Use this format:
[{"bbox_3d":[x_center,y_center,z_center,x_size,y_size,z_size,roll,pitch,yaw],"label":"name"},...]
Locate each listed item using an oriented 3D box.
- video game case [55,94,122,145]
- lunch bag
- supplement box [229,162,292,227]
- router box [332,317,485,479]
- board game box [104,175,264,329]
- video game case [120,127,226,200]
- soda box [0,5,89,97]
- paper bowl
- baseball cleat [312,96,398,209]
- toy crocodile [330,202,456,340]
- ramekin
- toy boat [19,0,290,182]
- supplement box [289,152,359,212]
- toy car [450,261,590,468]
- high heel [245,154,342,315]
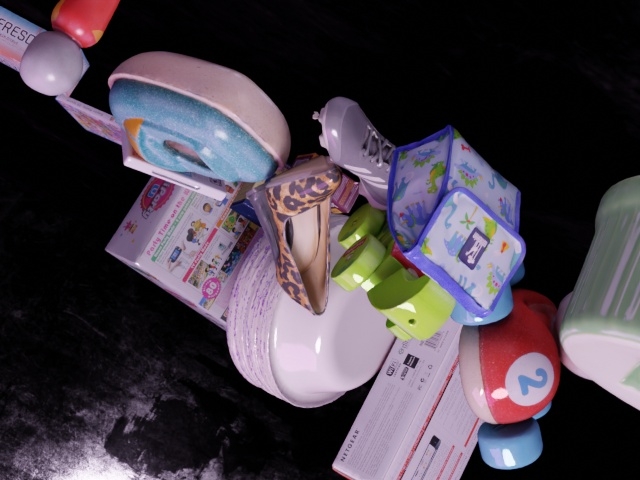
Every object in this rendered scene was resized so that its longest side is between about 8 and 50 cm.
[{"bbox_3d":[-0.366,-0.195,1.685,0.166,0.015,0.119,24,166,22],"label":"video game case"},{"bbox_3d":[0.133,-0.015,0.963,0.096,0.151,0.129,-22,133,40],"label":"lunch bag"},{"bbox_3d":[-0.076,-0.070,1.379,0.056,0.083,0.083,33,167,-15],"label":"supplement box"},{"bbox_3d":[0.177,0.250,1.505,0.082,0.335,0.301,21,165,30],"label":"router box"},{"bbox_3d":[-0.145,0.004,1.510,0.097,0.224,0.303,19,164,47],"label":"board game box"},{"bbox_3d":[-0.200,-0.127,1.309,0.143,0.019,0.157,20,-148,-28],"label":"video game case"},{"bbox_3d":[-0.424,-0.276,1.379,0.183,0.063,0.058,29,168,5],"label":"soda box"},{"bbox_3d":[0.013,0.104,1.409,0.148,0.284,0.284,19,164,37],"label":"paper bowl"},{"bbox_3d":[0.073,-0.092,1.045,0.109,0.072,0.206,7,163,25],"label":"baseball cleat"},{"bbox_3d":[0.091,0.018,1.134,0.115,0.105,0.340,42,-164,-10],"label":"toy crocodile"},{"bbox_3d":[0.364,0.083,0.863,0.303,0.148,0.303,28,168,7],"label":"ramekin"},{"bbox_3d":[-0.200,-0.164,1.132,0.267,0.148,0.318,17,163,44],"label":"toy boat"},{"bbox_3d":[0.003,-0.075,1.281,0.083,0.043,0.055,34,165,-22],"label":"supplement box"},{"bbox_3d":[0.289,0.117,1.115,0.238,0.219,0.210,-9,-164,21],"label":"toy car"},{"bbox_3d":[0.000,0.000,1.171,0.186,0.093,0.261,64,159,-3],"label":"high heel"}]
